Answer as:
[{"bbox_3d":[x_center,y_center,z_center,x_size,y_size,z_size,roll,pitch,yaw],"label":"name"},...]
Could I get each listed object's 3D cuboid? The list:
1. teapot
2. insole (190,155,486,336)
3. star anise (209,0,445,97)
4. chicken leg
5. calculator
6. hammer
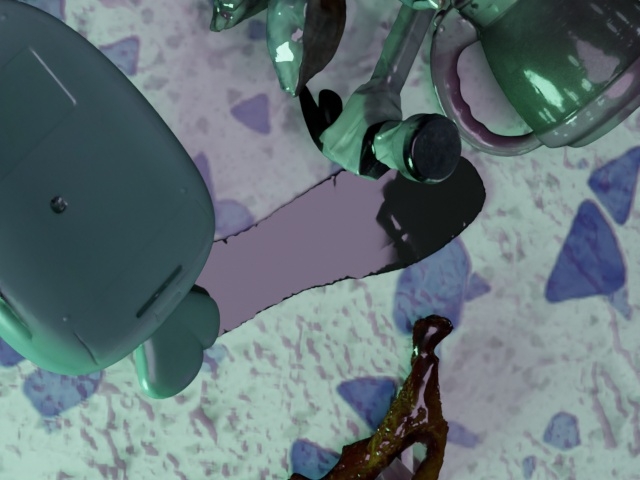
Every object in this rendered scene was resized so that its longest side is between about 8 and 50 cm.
[{"bbox_3d":[0.153,-0.139,1.081,0.146,0.148,0.116,47,52,-6],"label":"teapot"},{"bbox_3d":[0.000,0.000,1.107,0.253,0.005,0.086,-23,101,-9],"label":"insole"},{"bbox_3d":[-0.006,-0.205,1.002,0.236,0.093,0.229,-1,81,20],"label":"star anise"},{"bbox_3d":[0.043,0.158,1.116,0.089,0.048,0.219,40,88,-17],"label":"chicken leg"},{"bbox_3d":[-0.162,-0.022,1.009,0.185,0.041,0.299,-49,114,-31],"label":"calculator"},{"bbox_3d":[0.107,-0.237,1.038,0.044,0.152,0.426,28,84,-36],"label":"hammer"}]
